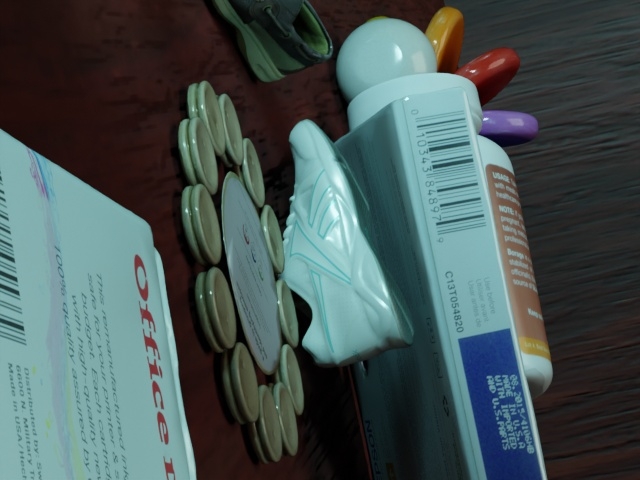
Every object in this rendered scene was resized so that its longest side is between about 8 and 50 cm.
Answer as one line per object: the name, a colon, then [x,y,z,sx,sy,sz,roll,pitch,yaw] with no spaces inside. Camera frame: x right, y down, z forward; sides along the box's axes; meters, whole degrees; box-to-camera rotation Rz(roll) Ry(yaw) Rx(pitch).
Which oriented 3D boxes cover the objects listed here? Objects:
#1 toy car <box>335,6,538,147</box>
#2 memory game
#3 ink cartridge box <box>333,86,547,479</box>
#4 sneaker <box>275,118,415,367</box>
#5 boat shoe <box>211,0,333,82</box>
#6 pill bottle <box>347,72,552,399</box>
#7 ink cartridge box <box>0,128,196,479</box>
toy car: [0.094,-0.089,1.397,0.159,0.136,0.182,25,54,-79]
memory game: [-0.037,0.017,0.882,0.186,0.012,0.186,-11,90,-81]
ink cartridge box: [0.057,0.040,1.054,0.224,0.045,0.223,157,-79,-76]
sneaker: [0.000,0.000,0.995,0.054,0.061,0.152,49,20,-55]
boat shoe: [-0.030,-0.138,0.995,0.152,0.049,0.056,57,24,-64]
pill bottle: [0.078,0.005,1.236,0.121,0.121,0.216,52,27,-69]
ink cartridge box: [-0.084,0.047,0.386,0.175,0.072,0.127,42,36,-74]
